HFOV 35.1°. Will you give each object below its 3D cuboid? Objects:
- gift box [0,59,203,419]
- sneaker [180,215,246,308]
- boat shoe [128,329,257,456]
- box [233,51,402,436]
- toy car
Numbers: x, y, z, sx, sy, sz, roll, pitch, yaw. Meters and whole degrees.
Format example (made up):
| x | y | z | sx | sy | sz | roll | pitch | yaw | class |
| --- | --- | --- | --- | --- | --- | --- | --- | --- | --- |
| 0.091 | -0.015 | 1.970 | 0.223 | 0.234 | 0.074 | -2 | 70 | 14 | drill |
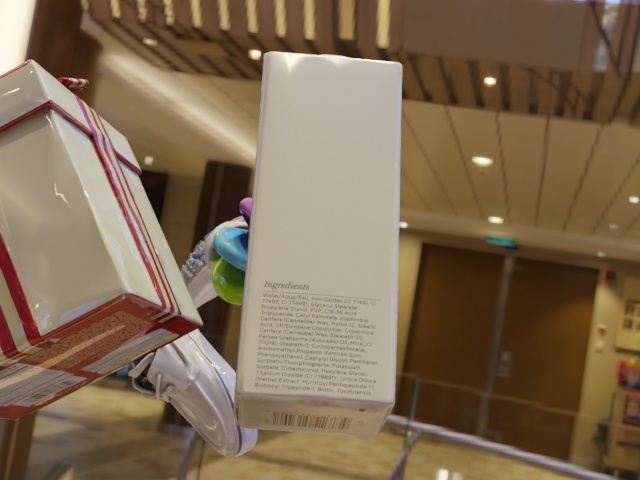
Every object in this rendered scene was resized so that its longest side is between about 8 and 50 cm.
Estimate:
| x | y | z | sx | sy | sz | roll | pitch | yaw | class |
| --- | --- | --- | --- | --- | --- | --- | --- | --- | --- |
| -0.284 | 0.008 | 0.944 | 0.255 | 0.258 | 0.276 | -25 | -13 | -1 | gift box |
| -0.075 | 0.013 | 1.402 | 0.129 | 0.297 | 0.111 | 53 | 1 | -19 | sneaker |
| -0.172 | 0.135 | 1.130 | 0.088 | 0.267 | 0.096 | -28 | -3 | -44 | boat shoe |
| 0.000 | 0.000 | 0.756 | 0.113 | 0.275 | 0.094 | 6 | -24 | -2 | box |
| -0.051 | -0.001 | 1.198 | 0.159 | 0.182 | 0.136 | 46 | -21 | 40 | toy car |
